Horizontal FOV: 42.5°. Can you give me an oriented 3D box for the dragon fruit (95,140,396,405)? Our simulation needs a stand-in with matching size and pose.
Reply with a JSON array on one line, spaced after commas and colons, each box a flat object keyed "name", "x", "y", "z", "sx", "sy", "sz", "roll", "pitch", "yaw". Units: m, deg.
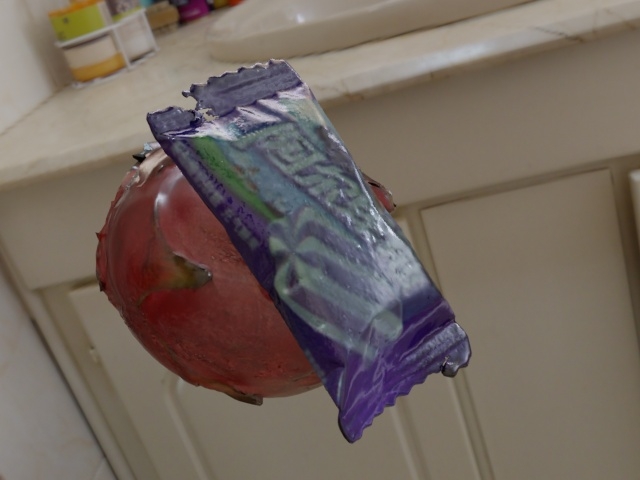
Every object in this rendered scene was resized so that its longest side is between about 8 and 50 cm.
[{"name": "dragon fruit", "x": -0.070, "y": 0.022, "z": 0.861, "sx": 0.301, "sy": 0.296, "sz": 0.296, "roll": 18, "pitch": 31, "yaw": 4}]

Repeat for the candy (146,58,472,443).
[{"name": "candy", "x": 0.000, "y": 0.000, "z": 0.573, "sx": 0.145, "sy": 0.275, "sz": 0.070, "roll": -32, "pitch": 1, "yaw": -44}]
